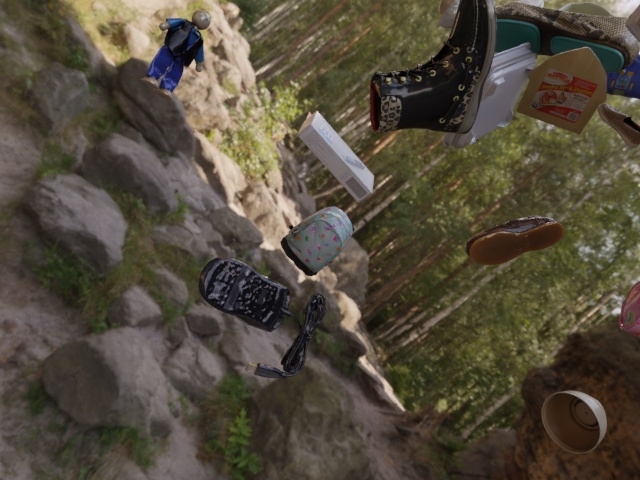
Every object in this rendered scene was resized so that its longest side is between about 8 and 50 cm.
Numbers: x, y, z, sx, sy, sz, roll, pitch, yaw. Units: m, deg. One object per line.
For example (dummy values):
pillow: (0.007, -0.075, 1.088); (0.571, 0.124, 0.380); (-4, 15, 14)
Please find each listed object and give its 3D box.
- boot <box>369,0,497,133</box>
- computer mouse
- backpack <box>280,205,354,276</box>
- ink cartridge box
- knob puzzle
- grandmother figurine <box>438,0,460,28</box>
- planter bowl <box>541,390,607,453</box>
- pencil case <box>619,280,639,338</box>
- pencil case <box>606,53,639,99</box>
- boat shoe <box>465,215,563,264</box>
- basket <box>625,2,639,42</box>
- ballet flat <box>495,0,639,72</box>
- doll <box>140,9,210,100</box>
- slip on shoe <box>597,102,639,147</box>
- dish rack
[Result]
boot: (0.177, -0.280, 0.823); (0.085, 0.178, 0.237); (-111, -162, -52)
computer mouse: (-0.125, 0.149, 0.947); (0.262, 0.184, 0.060); (25, -13, -26)
backpack: (0.000, 0.000, 1.296); (0.152, 0.182, 0.115); (45, 30, -10)
ink cartridge box: (0.061, -0.297, 1.676); (0.296, 0.066, 0.261); (46, 26, -18)
knob puzzle: (0.606, -0.380, 1.249); (0.213, 0.213, 0.030); (49, 36, -15)
grandmother figurine: (0.387, -0.778, 1.502); (0.208, 0.103, 0.343); (65, 27, -72)
planter bowl: (0.714, 0.487, 1.400); (0.109, 0.162, 0.162); (-6, 41, -36)
pencil case: (0.734, 0.181, 0.971); (0.284, 0.124, 0.124); (26, -4, 11)
pencil case: (0.979, -0.464, 1.448); (0.306, 0.133, 0.119); (15, -10, 21)
boat shoe: (0.390, -0.004, 1.048); (0.073, 0.206, 0.073); (-122, -157, -63)
basket: (0.822, -0.421, 0.886); (0.328, 0.331, 0.266); (33, 15, -16)
ballet flat: (0.675, -0.619, 1.476); (0.482, 0.182, 0.164); (24, -13, 28)
doll: (-0.277, -0.375, 1.010); (0.046, 0.189, 0.129); (23, -9, 33)
slip on shoe: (0.705, -0.278, 1.185); (0.041, 0.051, 0.135); (103, -29, -57)
dish rack: (0.507, -0.408, 1.480); (0.072, 0.332, 0.286); (42, -40, 24)
